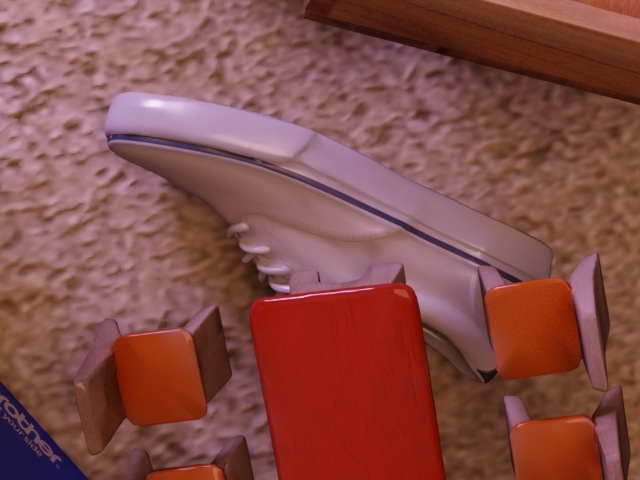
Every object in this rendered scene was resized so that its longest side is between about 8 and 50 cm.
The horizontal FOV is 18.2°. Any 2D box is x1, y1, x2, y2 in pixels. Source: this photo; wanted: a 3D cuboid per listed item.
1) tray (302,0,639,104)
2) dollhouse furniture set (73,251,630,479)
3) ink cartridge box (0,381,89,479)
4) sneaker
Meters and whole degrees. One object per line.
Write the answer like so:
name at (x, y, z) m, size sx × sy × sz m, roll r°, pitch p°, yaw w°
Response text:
tray at (0.123, -0.286, 1.054) m, size 0.203 × 0.076 × 0.410 m, roll 14°, pitch 70°, yaw -11°
dollhouse furniture set at (0.025, 0.145, 0.995) m, size 0.262 × 0.135 × 0.259 m, roll -8°, pitch 107°, yaw 9°
ink cartridge box at (-0.131, 0.167, 1.020) m, size 0.046 × 0.097 × 0.207 m, roll -39°, pitch 96°, yaw 16°
sneaker at (0.000, 0.000, 1.059) m, size 0.258 × 0.094 × 0.091 m, roll 22°, pitch 81°, yaw -10°
